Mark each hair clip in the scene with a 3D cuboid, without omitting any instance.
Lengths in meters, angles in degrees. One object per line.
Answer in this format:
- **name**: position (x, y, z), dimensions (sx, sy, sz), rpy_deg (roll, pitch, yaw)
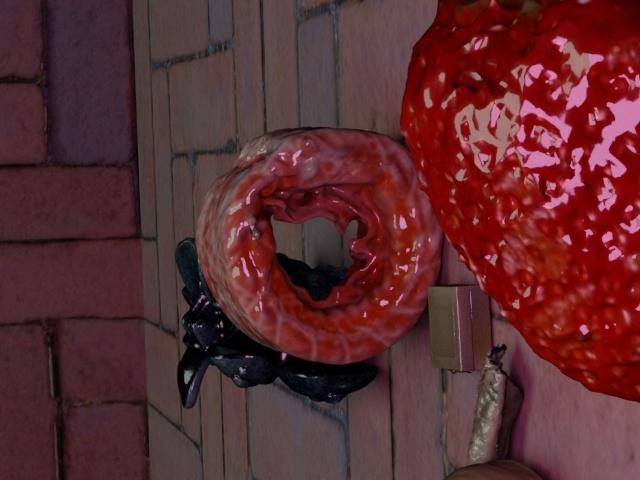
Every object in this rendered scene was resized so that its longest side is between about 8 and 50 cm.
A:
- **hair clip**: position (-0.063, 0.090, 1.839), dimensions (0.310, 0.206, 0.194), rpy_deg (-176, 85, -74)

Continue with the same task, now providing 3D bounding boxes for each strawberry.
- **strawberry**: position (0.189, -0.039, 0.953), dimensions (0.257, 0.257, 0.277), rpy_deg (180, 73, -73)

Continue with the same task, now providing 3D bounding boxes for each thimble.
- **thimble**: position (0.000, 0.000, 1.594), dimensions (0.162, 0.239, 0.239), rpy_deg (-159, 67, -72)

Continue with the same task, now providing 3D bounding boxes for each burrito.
- **burrito**: position (0.150, 0.177, 1.420), dimensions (0.051, 0.042, 0.171), rpy_deg (-54, -25, -67)

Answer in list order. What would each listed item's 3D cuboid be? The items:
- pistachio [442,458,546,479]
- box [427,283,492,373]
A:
- **pistachio**: position (0.154, 0.241, 1.338), dimensions (0.149, 0.113, 0.113), rpy_deg (23, 115, 53)
- **box**: position (0.129, 0.082, 1.493), dimensions (0.079, 0.035, 0.083), rpy_deg (179, 88, -73)
